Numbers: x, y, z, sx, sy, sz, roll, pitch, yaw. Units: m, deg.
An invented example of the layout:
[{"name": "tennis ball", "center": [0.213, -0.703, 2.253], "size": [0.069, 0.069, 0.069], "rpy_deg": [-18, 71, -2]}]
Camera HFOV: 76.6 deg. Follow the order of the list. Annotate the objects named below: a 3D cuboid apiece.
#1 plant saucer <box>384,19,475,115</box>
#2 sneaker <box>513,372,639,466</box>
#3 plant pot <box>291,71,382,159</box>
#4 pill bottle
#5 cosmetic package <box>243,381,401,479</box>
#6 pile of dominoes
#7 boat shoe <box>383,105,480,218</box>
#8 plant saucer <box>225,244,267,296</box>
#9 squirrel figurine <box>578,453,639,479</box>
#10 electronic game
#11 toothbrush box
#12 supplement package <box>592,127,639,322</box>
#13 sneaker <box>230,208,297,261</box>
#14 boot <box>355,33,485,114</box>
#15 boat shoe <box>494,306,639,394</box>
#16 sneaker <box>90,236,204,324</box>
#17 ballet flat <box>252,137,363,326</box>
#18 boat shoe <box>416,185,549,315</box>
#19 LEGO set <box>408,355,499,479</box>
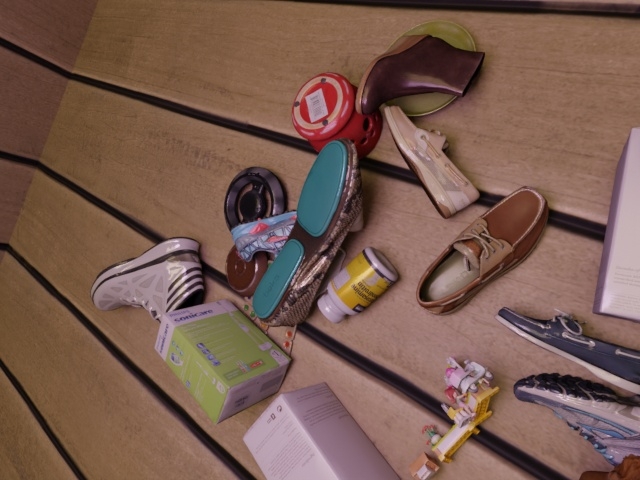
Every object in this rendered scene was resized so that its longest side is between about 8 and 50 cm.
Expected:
[{"name": "plant saucer", "center": [0.253, -0.409, 0.982], "size": [0.240, 0.037, 0.241], "rpy_deg": [-7, 77, 30]}, {"name": "sneaker", "center": [0.472, 0.312, 0.676], "size": [0.283, 0.110, 0.122], "rpy_deg": [8, 93, 34]}, {"name": "plant pot", "center": [0.039, -0.307, 1.012], "size": [0.191, 0.174, 0.191], "rpy_deg": [-6, 78, 27]}, {"name": "pill bottle", "center": [0.082, 0.108, 0.945], "size": [0.184, 0.103, 0.103], "rpy_deg": [-45, 62, 16]}, {"name": "cosmetic package", "center": [0.031, 0.499, 0.849], "size": [0.155, 0.197, 0.365], "rpy_deg": [-50, 59, 13]}, {"name": "pile of dominoes", "center": [-0.146, 0.181, 1.104], "size": [0.195, 0.040, 0.251], "rpy_deg": [10, 86, 32]}, {"name": "boat shoe", "center": [0.243, -0.195, 0.912], "size": [0.098, 0.109, 0.302], "rpy_deg": [-31, 68, 12]}, {"name": "plant saucer", "center": [-0.217, 0.074, 1.140], "size": [0.168, 0.029, 0.169], "rpy_deg": [-5, 83, 40]}, {"name": "squirrel figurine", "center": [0.538, 0.418, 0.473], "size": [0.370, 0.281, 0.397], "rpy_deg": [5, 118, 24]}, {"name": "electronic game", "center": [-0.196, -0.100, 1.181], "size": [0.229, 0.048, 0.229], "rpy_deg": [-1, 88, 31]}, {"name": "toothbrush box", "center": [-0.252, 0.290, 1.037], "size": [0.283, 0.206, 0.122], "rpy_deg": [36, 115, 30]}, {"name": "supplement package", "center": [0.560, -0.008, 0.640], "size": [0.175, 0.177, 0.293], "rpy_deg": [10, 86, 32]}, {"name": "sneaker", "center": [-0.097, -0.008, 1.068], "size": [0.261, 0.104, 0.125], "rpy_deg": [-13, 90, 7]}, {"name": "boot", "center": [0.216, -0.353, 0.892], "size": [0.206, 0.090, 0.248], "rpy_deg": [29, 76, 27]}, {"name": "boat shoe", "center": [0.446, 0.174, 0.722], "size": [0.254, 0.095, 0.079], "rpy_deg": [26, 96, 30]}, {"name": "sneaker", "center": [-0.546, 0.190, 1.264], "size": [0.447, 0.169, 0.258], "rpy_deg": [-27, 66, 21]}, {"name": "ballet flat", "center": [0.000, 0.000, 0.969], "size": [0.164, 0.182, 0.483], "rpy_deg": [43, 113, 47]}, {"name": "boat shoe", "center": [0.317, 0.030, 0.811], "size": [0.324, 0.120, 0.122], "rpy_deg": [-51, 61, 13]}, {"name": "LEGO set", "center": [0.249, 0.338, 0.806], "size": [0.107, 0.132, 0.287], "rpy_deg": [45, 128, 46]}]
